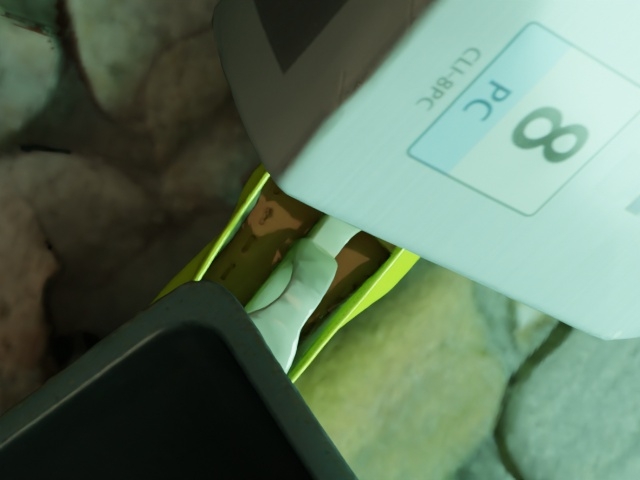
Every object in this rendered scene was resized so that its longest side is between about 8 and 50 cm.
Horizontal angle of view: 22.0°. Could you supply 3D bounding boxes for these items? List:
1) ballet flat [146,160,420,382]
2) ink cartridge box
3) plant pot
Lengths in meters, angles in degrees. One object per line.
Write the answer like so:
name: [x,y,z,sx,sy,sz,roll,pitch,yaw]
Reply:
ballet flat: [0.000,0.000,0.611,0.077,0.077,0.231,37,91,-9]
ink cartridge box: [0.209,-0.078,0.499,0.385,0.091,0.308,25,119,-34]
plant pot: [-0.032,0.218,0.542,0.247,0.248,0.252,-37,139,-1]
